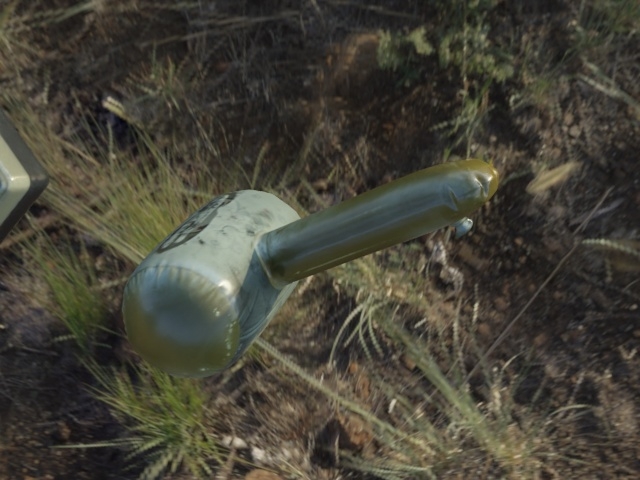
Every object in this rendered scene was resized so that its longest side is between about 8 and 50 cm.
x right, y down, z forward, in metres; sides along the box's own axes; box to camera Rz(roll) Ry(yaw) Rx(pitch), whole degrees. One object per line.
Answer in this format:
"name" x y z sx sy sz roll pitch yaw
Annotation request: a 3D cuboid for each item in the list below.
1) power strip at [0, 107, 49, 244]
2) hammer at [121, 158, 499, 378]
"power strip" -0.382 -0.013 1.025 0.256 0.070 0.105 -46 73 27
"hammer" 0.000 0.000 0.794 0.306 0.202 0.113 -20 108 26
